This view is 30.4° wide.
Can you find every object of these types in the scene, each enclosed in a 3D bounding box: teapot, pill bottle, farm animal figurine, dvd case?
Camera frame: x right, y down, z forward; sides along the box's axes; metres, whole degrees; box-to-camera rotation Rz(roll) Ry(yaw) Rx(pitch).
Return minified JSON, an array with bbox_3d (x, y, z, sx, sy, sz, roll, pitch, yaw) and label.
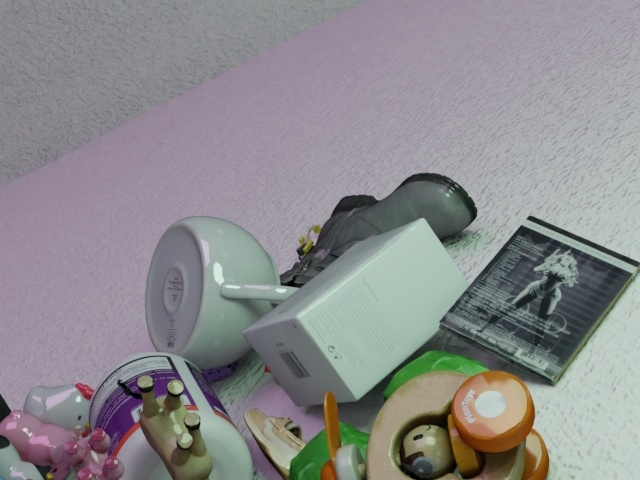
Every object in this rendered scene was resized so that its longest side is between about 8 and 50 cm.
[{"bbox_3d":[-0.141,0.084,1.811,0.252,0.187,0.256,-60,37,32],"label":"teapot"},{"bbox_3d":[-0.213,0.265,1.595,0.181,0.181,0.323,-35,22,-7],"label":"pill bottle"},{"bbox_3d":[-0.151,0.343,1.283,0.326,0.172,0.330,21,54,12],"label":"farm animal figurine"},{"bbox_3d":[0.278,0.070,1.486,0.164,0.018,0.221,26,56,29],"label":"dvd case"}]

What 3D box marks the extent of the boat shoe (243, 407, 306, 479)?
[{"bbox_3d":[-0.049,0.264,1.551,0.059,0.063,0.170,-33,32,-11],"label":"boat shoe"}]

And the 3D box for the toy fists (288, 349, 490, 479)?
[{"bbox_3d":[0.088,0.238,1.384,0.279,0.096,0.142,-36,10,-7],"label":"toy fists"}]

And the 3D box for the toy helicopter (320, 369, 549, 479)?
[{"bbox_3d":[0.080,0.289,1.211,0.235,0.140,0.355,9,57,26],"label":"toy helicopter"}]

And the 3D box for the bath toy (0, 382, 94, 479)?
[{"bbox_3d":[-0.441,0.320,1.810,0.129,0.151,0.348,-31,8,21],"label":"bath toy"}]

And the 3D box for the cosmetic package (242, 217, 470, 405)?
[{"bbox_3d":[0.049,0.101,1.571,0.224,0.138,0.224,-39,6,-22],"label":"cosmetic package"}]

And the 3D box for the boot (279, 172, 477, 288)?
[{"bbox_3d":[0.081,0.020,1.841,0.223,0.118,0.338,-50,18,-31],"label":"boot"}]

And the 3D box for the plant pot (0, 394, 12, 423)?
[{"bbox_3d":[-0.574,0.344,1.886,0.187,0.188,0.167,-30,2,30],"label":"plant pot"}]

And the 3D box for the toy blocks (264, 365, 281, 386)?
[{"bbox_3d":[-0.033,0.164,1.736,0.123,0.054,0.148,-42,24,-22],"label":"toy blocks"}]

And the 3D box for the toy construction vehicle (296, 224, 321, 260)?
[{"bbox_3d":[0.000,0.000,2.053,0.086,0.035,0.098,-12,30,39],"label":"toy construction vehicle"}]

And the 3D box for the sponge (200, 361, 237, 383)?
[{"bbox_3d":[-0.177,0.167,1.942,0.117,0.031,0.210,-22,25,20],"label":"sponge"}]
